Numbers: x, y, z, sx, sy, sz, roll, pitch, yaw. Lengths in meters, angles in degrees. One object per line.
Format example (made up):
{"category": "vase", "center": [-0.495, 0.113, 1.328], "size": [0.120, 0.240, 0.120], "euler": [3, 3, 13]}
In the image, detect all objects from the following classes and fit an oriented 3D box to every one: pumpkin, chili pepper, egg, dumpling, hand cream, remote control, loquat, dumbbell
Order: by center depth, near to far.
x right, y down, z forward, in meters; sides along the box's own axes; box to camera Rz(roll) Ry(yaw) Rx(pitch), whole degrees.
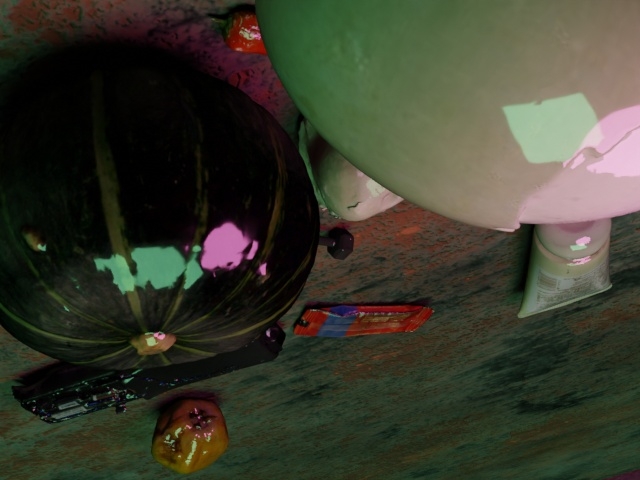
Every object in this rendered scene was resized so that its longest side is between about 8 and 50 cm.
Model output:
{"category": "egg", "center": [0.135, -0.144, 0.656], "size": [0.278, 0.336, 0.278], "euler": [-52, 168, -16]}
{"category": "chili pepper", "center": [-0.017, -0.178, 0.856], "size": [0.178, 0.027, 0.045], "euler": [5, 145, -30]}
{"category": "pumpkin", "center": [-0.163, -0.011, 0.875], "size": [0.323, 0.241, 0.323], "euler": [-12, 149, -7]}
{"category": "dumpling", "center": [0.045, -0.093, 0.939], "size": [0.199, 0.136, 0.118], "euler": [-11, -167, 40]}
{"category": "dumbbell", "center": [0.000, 0.000, 1.155], "size": [0.083, 0.040, 0.036], "euler": [10, 111, -32]}
{"category": "hand cream", "center": [0.338, 0.032, 1.275], "size": [0.147, 0.093, 0.306], "euler": [-19, 151, 3]}
{"category": "remote control", "center": [-0.250, 0.189, 1.363], "size": [0.398, 0.062, 0.144], "euler": [-18, 149, 12]}
{"category": "loquat", "center": [-0.215, 0.321, 1.556], "size": [0.137, 0.113, 0.137], "euler": [-5, 135, -5]}

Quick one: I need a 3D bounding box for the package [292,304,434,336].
{"category": "package", "center": [0.064, 0.119, 1.392], "size": [0.200, 0.022, 0.083], "euler": [2, 147, -20]}
